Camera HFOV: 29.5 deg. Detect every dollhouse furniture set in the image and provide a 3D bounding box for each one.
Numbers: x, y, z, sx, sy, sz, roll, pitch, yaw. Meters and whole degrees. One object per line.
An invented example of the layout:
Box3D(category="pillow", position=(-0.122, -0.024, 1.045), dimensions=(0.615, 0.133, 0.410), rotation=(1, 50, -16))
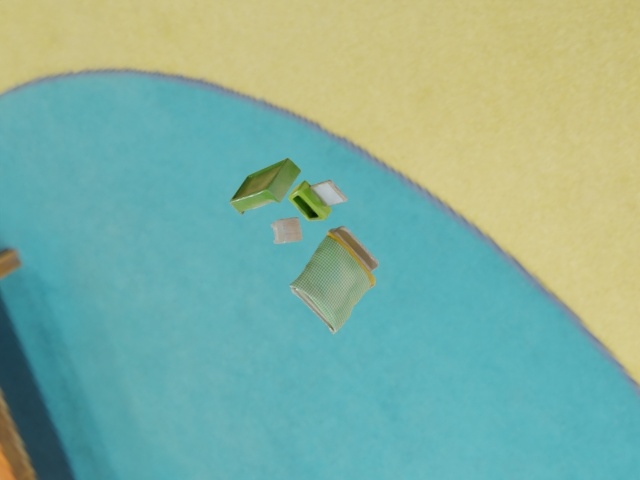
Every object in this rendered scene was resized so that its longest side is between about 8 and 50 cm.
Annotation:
Box3D(category="dollhouse furniture set", position=(0.000, 0.000, 0.995), dimensions=(0.152, 0.076, 0.058), rotation=(47, 146, -21))
